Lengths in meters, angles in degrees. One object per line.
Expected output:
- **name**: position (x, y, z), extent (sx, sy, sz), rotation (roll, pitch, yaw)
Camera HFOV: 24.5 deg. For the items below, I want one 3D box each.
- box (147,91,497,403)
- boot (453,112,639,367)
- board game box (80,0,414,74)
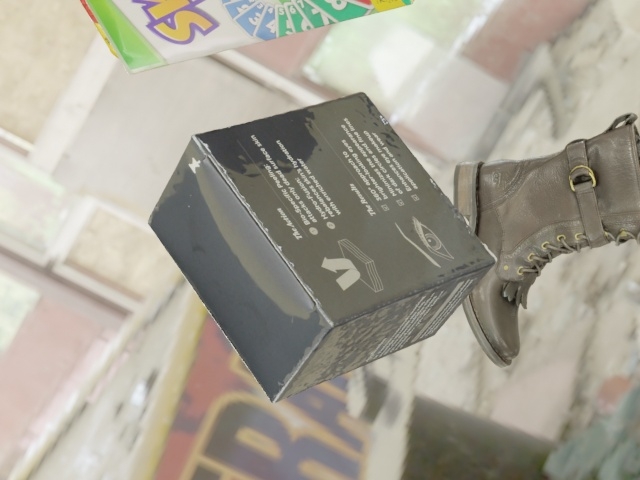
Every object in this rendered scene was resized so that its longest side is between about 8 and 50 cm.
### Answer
- **box**: position (0.000, 0.000, 0.964), extent (0.158, 0.156, 0.093), rotation (-18, -27, -41)
- **boot**: position (0.271, 0.001, 1.639), extent (0.091, 0.229, 0.263), rotation (4, -102, -68)
- **board game box**: position (-0.070, -0.189, 0.993), extent (0.259, 0.124, 0.039), rotation (-8, 35, 33)
